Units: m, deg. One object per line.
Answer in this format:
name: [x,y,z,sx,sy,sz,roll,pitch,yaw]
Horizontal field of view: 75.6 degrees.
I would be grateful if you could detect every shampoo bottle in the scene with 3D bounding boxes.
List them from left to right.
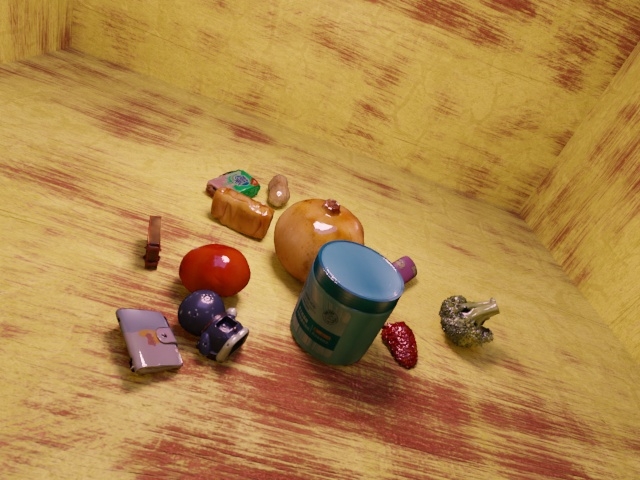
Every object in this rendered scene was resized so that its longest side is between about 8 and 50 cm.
shampoo bottle: [0.088,0.231,1.529,0.330,0.343,0.331,17,32,-11]

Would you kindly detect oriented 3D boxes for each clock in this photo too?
clock: [-0.357,0.270,1.368,0.243,0.147,0.199,40,38,12]

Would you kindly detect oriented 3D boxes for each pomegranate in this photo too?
pomegranate: [0.000,0.000,1.795,0.416,0.417,0.417,17,31,-11]

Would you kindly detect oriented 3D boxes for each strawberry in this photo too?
strawberry: [0.348,0.408,1.682,0.167,0.087,0.208,0,40,-37]

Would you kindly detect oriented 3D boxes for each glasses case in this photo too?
glasses case: [0.380,0.169,2.053,0.316,0.075,0.123,-23,81,-44]

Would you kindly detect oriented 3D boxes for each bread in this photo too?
bread: [-0.370,-0.135,1.956,0.294,0.167,0.132,25,30,1]

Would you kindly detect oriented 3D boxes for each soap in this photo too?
soap: [-0.458,-0.272,2.183,0.217,0.098,0.273,38,35,12]

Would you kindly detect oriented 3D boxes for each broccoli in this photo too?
broccoli: [0.662,0.359,1.853,0.259,0.236,0.288,-1,35,6]

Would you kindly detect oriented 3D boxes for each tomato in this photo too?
tomato: [-0.389,0.108,1.525,0.259,0.180,0.260,5,12,-1]

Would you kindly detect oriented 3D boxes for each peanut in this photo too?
peanut: [-0.234,-0.284,2.326,0.129,0.130,0.290,13,33,-17]

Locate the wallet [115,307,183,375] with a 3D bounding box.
wallet: [-0.525,0.308,1.262,0.170,0.069,0.231,15,30,-50]

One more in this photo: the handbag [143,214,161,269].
handbag: [-0.643,0.007,1.591,0.062,0.127,0.190,7,34,-23]
